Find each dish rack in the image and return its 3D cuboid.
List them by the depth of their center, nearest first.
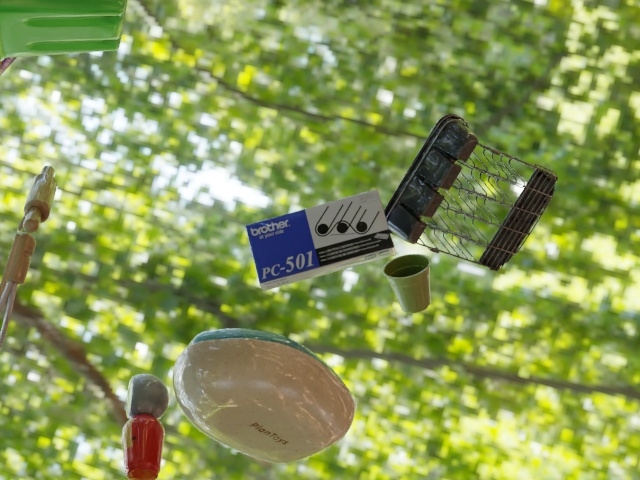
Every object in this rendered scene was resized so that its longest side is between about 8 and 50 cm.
[{"bbox_3d":[0.243,-0.062,2.181,0.271,0.074,0.208,17,-69,-44],"label":"dish rack"}]

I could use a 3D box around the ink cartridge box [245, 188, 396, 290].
[{"bbox_3d":[0.000,0.000,2.092,0.046,0.207,0.097,69,-174,-71],"label":"ink cartridge box"}]

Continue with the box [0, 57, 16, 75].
[{"bbox_3d":[-0.468,-0.306,2.010,0.179,0.043,0.105,-51,-46,-10],"label":"box"}]

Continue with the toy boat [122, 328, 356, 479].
[{"bbox_3d":[-0.130,0.200,1.803,0.267,0.318,0.148,42,-145,-43],"label":"toy boat"}]

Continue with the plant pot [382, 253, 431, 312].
[{"bbox_3d":[0.151,0.076,2.336,0.083,0.083,0.079,-54,-44,-52],"label":"plant pot"}]

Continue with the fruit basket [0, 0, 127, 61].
[{"bbox_3d":[-0.376,-0.394,1.553,0.283,0.392,0.392,142,147,-77],"label":"fruit basket"}]

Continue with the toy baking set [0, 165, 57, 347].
[{"bbox_3d":[-0.345,0.028,1.611,0.256,0.030,0.197,-104,33,-68],"label":"toy baking set"}]
